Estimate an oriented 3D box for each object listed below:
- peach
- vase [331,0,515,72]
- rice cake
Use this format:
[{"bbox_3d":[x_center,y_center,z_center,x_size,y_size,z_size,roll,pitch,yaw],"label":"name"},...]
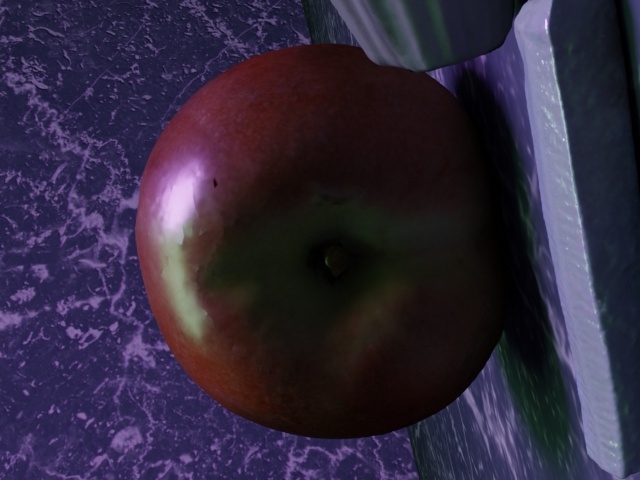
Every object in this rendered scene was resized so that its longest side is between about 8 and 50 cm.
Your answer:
[{"bbox_3d":[0.000,0.000,0.612,0.252,0.252,0.252,167,90,-90],"label":"peach"},{"bbox_3d":[0.018,-0.182,0.361,0.128,0.128,0.248,-103,-8,-55],"label":"vase"},{"bbox_3d":[0.099,-0.001,0.343,0.042,0.030,0.180,-125,22,-76],"label":"rice cake"}]
